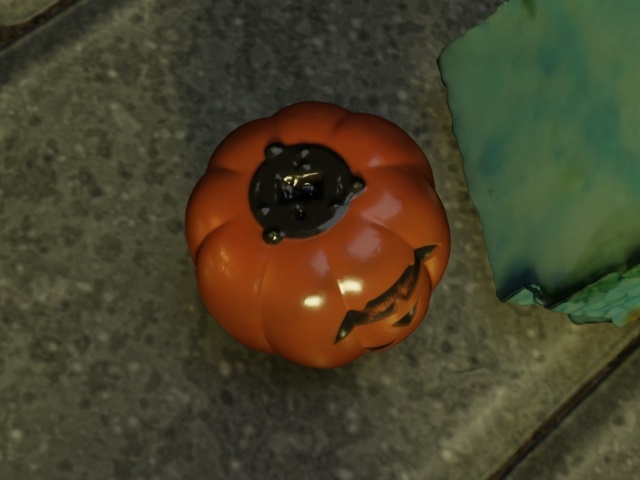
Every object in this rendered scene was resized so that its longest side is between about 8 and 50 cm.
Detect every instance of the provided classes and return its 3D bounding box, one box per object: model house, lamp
[{"bbox_3d":[0.262,-0.062,1.457,0.241,0.226,0.261,17,52,-42],"label":"model house"},{"bbox_3d":[0.000,0.000,1.358,0.188,0.164,0.187,-4,66,9],"label":"lamp"}]
